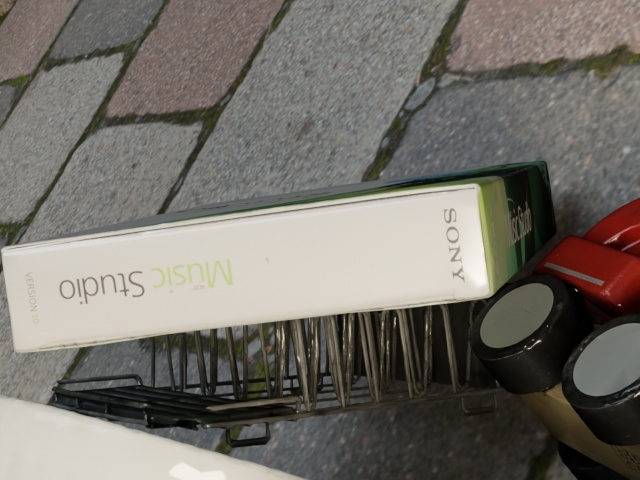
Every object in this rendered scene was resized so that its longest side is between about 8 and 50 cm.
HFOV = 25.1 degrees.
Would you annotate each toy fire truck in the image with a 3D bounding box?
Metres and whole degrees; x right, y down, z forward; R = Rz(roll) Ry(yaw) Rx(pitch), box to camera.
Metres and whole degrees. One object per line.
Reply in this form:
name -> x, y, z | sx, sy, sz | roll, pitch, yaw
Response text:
toy fire truck -> 0.213, 0.009, 0.674 | 0.246, 0.158, 0.217 | -45, 26, -11

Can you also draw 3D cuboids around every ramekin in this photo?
ramekin -> -0.084, 0.180, 0.778 | 0.277, 0.277, 0.135 | 0, 71, 57

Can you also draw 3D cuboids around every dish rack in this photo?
dish rack -> -0.013, 0.066, 0.839 | 0.208, 0.271, 0.074 | -4, 89, 56

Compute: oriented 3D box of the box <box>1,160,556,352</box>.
box -> 0.000, 0.000, 0.795 | 0.232, 0.058, 0.322 | -7, 4, 14
